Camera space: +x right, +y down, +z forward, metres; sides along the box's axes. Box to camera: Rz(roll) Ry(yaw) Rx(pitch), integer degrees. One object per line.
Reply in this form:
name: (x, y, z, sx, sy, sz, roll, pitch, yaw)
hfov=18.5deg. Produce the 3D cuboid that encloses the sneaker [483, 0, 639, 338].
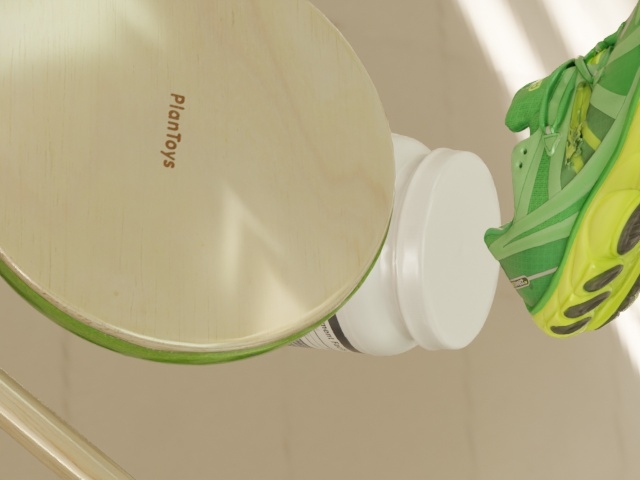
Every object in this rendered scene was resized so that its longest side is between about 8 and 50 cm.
sneaker: (0.170, -0.076, 1.170, 0.109, 0.295, 0.123, -15, 48, -45)

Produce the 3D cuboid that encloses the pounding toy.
pounding toy: (-0.085, -0.001, 0.789, 0.183, 0.110, 0.237, 37, 57, -1)

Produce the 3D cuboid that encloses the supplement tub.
supplement tub: (0.000, 0.000, 1.704, 0.191, 0.272, 0.191, -14, 105, -62)
